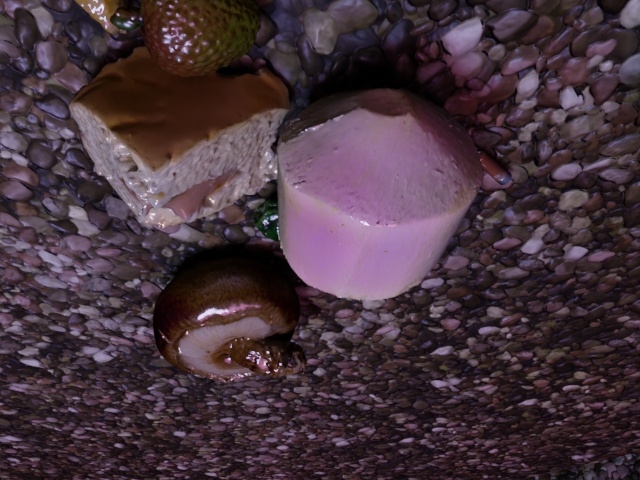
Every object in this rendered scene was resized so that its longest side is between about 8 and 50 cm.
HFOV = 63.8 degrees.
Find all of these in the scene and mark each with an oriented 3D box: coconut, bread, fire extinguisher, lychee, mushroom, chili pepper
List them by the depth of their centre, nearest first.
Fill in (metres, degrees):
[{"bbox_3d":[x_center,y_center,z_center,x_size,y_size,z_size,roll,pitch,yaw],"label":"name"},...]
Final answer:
[{"bbox_3d":[-0.132,-0.221,0.516,0.147,0.114,0.114,-7,143,-24],"label":"lychee"},{"bbox_3d":[0.063,-0.070,0.621,0.233,0.233,0.245,5,140,-6],"label":"coconut"},{"bbox_3d":[-0.181,-0.143,0.633,0.211,0.224,0.183,42,146,15],"label":"bread"},{"bbox_3d":[0.233,-0.106,0.721,0.083,0.022,0.028,29,162,-30],"label":"fire extinguisher"},{"bbox_3d":[0.000,0.002,0.815,0.224,0.061,0.098,31,123,-29],"label":"chili pepper"},{"bbox_3d":[-0.151,0.146,0.912,0.279,0.163,0.297,19,136,-9],"label":"mushroom"}]

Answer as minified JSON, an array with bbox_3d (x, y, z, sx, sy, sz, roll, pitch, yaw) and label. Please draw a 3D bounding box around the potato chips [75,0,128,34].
[{"bbox_3d":[-0.341,-0.323,0.432,0.407,0.057,0.080,28,128,-30],"label":"potato chips"}]
